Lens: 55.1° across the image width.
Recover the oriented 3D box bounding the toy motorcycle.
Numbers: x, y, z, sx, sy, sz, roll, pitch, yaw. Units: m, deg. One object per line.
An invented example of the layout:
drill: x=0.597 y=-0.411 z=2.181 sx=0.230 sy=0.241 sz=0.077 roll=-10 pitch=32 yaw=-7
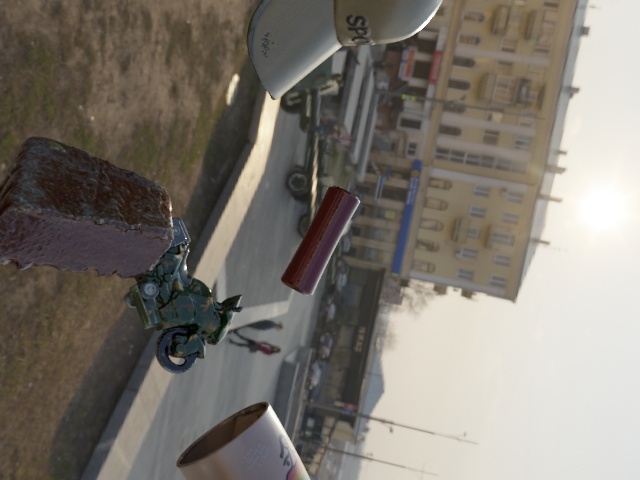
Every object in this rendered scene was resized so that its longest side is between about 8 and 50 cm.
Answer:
toy motorcycle: x=-0.241 y=0.080 z=1.078 sx=0.187 sy=0.125 sz=0.274 roll=-22 pitch=90 yaw=-41

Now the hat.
hat: x=0.027 y=-0.174 z=0.508 sx=0.175 sy=0.085 sz=0.147 roll=-45 pitch=162 yaw=5

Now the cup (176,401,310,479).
cup: x=-0.117 y=0.422 z=1.130 sx=0.200 sy=0.192 sz=0.253 roll=59 pitch=15 yaw=-2

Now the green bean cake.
green bean cake: x=-0.322 y=-0.030 z=0.851 sx=0.097 sy=0.233 sz=0.198 roll=-48 pitch=-141 yaw=26

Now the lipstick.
lipstick: x=0.000 y=0.000 z=1.320 sx=0.241 sy=0.080 sz=0.080 roll=-62 pitch=172 yaw=-3
